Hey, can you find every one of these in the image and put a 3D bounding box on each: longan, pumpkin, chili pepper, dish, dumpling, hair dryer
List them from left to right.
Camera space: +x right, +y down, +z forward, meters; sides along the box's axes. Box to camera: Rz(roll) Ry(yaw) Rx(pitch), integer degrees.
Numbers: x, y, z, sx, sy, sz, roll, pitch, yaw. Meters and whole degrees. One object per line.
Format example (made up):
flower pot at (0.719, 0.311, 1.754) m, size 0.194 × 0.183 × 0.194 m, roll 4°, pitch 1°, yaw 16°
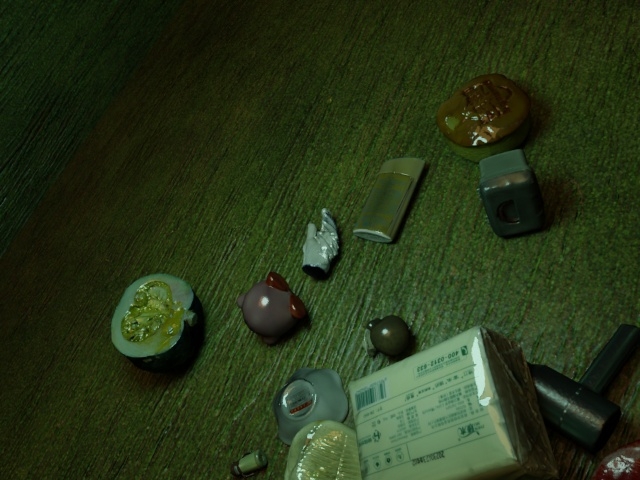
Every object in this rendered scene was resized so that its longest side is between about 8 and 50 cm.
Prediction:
pumpkin at (-0.484, 0.275, 1.781) m, size 0.264 × 0.197 × 0.293 m, roll 3°, pitch 54°, yaw 17°
dish at (-0.044, 0.426, 1.498) m, size 0.229 × 0.081 × 0.229 m, roll -14°, pitch 54°, yaw 21°
dumpling at (0.130, 0.269, 1.517) m, size 0.043 × 0.059 × 0.077 m, roll 5°, pitch 59°, yaw 44°
longan at (0.176, 0.242, 1.480) m, size 0.119 × 0.106 × 0.106 m, roll 30°, pitch 78°, yaw 25°
hair dryer at (0.563, 0.275, 1.251) m, size 0.302 × 0.116 × 0.244 m, roll -43°, pitch 48°, yaw -17°
chili pepper at (0.582, 0.492, 1.093) m, size 0.252 × 0.136 × 0.144 m, roll -61°, pitch 6°, yaw -29°

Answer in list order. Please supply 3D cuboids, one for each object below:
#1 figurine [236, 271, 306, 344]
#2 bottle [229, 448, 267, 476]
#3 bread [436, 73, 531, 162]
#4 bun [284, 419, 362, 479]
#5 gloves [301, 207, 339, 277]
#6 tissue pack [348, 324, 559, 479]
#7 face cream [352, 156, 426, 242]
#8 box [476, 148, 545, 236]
figurine at (-0.147, 0.198, 1.655) m, size 0.173 × 0.173 × 0.173 m, roll -15°, pitch 54°, yaw 21°
bottle at (-0.192, 0.589, 1.503) m, size 0.101 × 0.047 × 0.063 m, roll -30°, pitch 13°, yaw 15°
bread at (0.481, -0.360, 1.671) m, size 0.270 × 0.148 × 0.269 m, roll -14°, pitch 55°, yaw 21°
bun at (0.019, 0.546, 1.351) m, size 0.230 × 0.145 × 0.229 m, roll 5°, pitch 51°, yaw -6°
gloves at (0.001, 0.005, 1.742) m, size 0.119 × 0.097 × 0.229 m, roll 0°, pitch 65°, yaw 24°
tissue pack at (0.262, 0.390, 1.206) m, size 0.380 × 0.207 × 0.297 m, roll -32°, pitch 49°, yaw 34°
face cream at (0.209, -0.132, 1.730) m, size 0.139 × 0.067 × 0.285 m, roll 12°, pitch 67°, yaw 34°
box at (0.488, -0.119, 1.472) m, size 0.148 × 0.210 × 0.129 m, roll -15°, pitch 47°, yaw 20°
